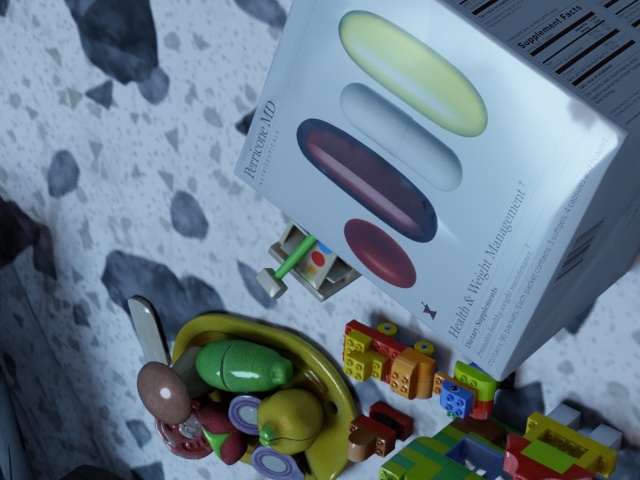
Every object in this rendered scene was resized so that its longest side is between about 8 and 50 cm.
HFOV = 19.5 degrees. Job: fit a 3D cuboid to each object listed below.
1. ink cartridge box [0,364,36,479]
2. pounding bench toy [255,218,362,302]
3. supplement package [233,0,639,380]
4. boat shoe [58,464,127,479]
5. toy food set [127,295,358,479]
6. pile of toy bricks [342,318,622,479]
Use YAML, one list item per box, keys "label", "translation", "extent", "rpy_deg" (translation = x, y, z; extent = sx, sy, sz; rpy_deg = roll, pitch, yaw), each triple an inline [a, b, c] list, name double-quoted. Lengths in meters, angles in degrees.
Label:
- label: "ink cartridge box"
  translation: [-0.320, 0.164, 1.495]
  extent: [0.129, 0.223, 0.307]
  rpy_deg: [-13, 110, 0]
- label: "pounding bench toy"
  translation: [0.000, 0.000, 1.216]
  extent: [0.052, 0.083, 0.065]
  rpy_deg: [44, 136, 15]
- label: "supplement package"
  translation: [0.091, -0.074, 1.041]
  extent: [0.203, 0.149, 0.194]
  rpy_deg: [38, 134, 19]
- label: "boat shoe"
  translation: [-0.132, 0.337, 1.512]
  extent: [0.324, 0.122, 0.120]
  rpy_deg: [52, 140, 7]
- label: "toy food set"
  translation: [-0.075, 0.125, 1.369]
  extent: [0.218, 0.071, 0.128]
  rpy_deg: [11, 121, 38]
- label: "pile of toy bricks"
  translation: [0.080, 0.143, 1.212]
  extent: [0.212, 0.105, 0.118]
  rpy_deg: [25, 129, 30]
